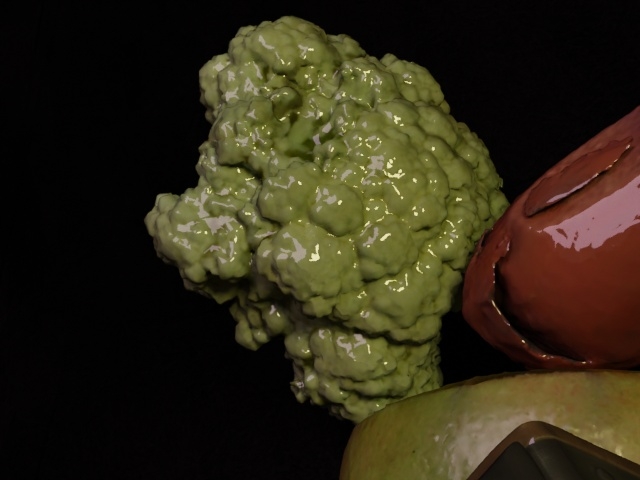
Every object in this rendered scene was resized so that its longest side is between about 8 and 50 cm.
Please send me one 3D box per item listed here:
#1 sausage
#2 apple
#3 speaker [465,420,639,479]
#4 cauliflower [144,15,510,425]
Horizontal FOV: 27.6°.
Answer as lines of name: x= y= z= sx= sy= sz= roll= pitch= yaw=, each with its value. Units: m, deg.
sausage: x=0.226 y=-0.009 z=0.885 sx=0.280 sy=0.152 sz=0.152 roll=-35 pitch=38 yaw=13
apple: x=0.110 y=0.182 z=0.845 sx=0.265 sy=0.120 sz=0.193 roll=-18 pitch=56 yaw=33
speaker: x=0.121 y=0.243 z=0.687 sx=0.231 sy=0.192 sz=0.153 roll=-51 pitch=35 yaw=16
cauliflower: x=-0.006 y=-0.003 z=1.016 sx=0.281 sy=0.260 sz=0.327 roll=-30 pitch=74 yaw=46
